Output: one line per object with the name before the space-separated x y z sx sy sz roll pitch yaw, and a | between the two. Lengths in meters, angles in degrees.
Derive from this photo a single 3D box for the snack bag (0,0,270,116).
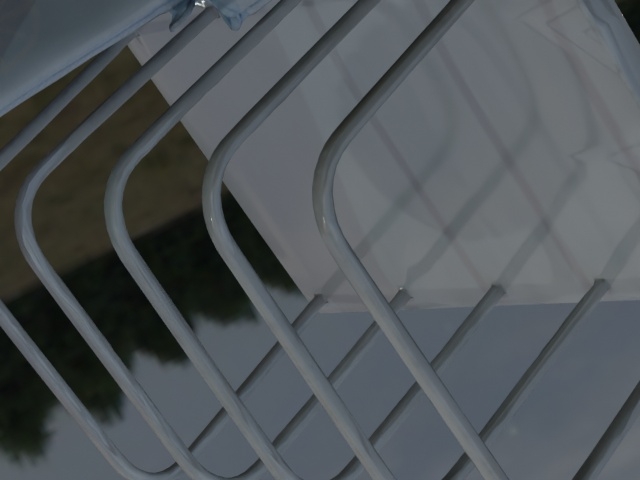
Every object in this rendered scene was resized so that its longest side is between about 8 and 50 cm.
snack bag | -0.104 -0.204 0.835 0.342 0.323 0.037 -33 149 2

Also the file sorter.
file sorter | 0.000 0.000 0.839 0.278 0.193 0.173 -4 -143 50
